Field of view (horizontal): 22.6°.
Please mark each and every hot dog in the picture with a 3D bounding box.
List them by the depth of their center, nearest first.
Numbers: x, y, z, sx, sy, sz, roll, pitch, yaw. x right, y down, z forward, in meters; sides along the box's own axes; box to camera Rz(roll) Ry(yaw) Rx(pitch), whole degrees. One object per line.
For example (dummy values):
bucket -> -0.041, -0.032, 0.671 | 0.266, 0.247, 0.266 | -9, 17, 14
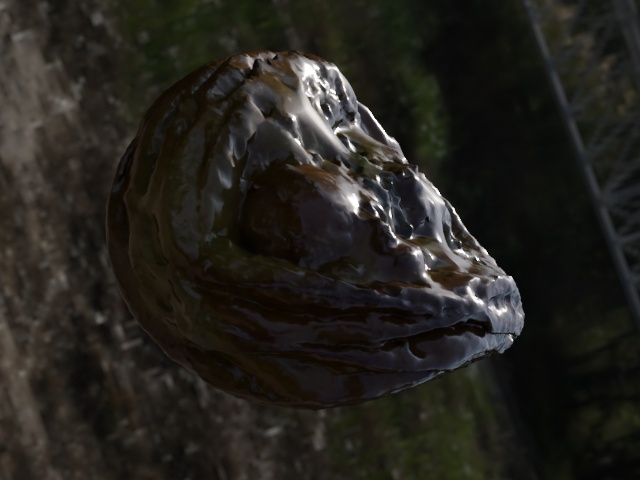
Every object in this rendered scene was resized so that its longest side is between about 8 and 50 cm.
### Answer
hot dog -> 0.000, 0.000, 0.780 | 0.196, 0.122, 0.272 | 48, 11, 12
